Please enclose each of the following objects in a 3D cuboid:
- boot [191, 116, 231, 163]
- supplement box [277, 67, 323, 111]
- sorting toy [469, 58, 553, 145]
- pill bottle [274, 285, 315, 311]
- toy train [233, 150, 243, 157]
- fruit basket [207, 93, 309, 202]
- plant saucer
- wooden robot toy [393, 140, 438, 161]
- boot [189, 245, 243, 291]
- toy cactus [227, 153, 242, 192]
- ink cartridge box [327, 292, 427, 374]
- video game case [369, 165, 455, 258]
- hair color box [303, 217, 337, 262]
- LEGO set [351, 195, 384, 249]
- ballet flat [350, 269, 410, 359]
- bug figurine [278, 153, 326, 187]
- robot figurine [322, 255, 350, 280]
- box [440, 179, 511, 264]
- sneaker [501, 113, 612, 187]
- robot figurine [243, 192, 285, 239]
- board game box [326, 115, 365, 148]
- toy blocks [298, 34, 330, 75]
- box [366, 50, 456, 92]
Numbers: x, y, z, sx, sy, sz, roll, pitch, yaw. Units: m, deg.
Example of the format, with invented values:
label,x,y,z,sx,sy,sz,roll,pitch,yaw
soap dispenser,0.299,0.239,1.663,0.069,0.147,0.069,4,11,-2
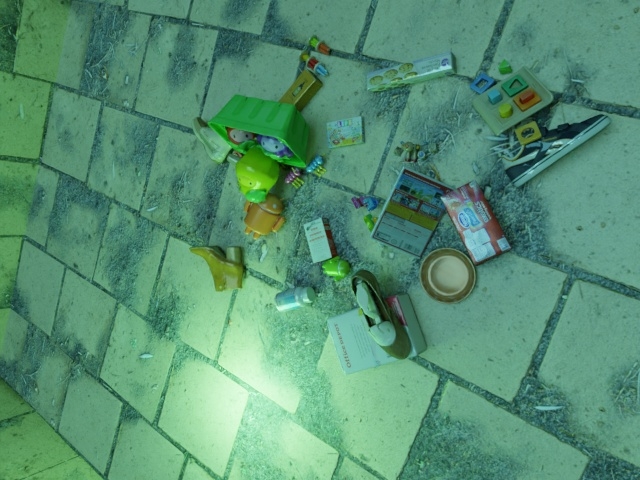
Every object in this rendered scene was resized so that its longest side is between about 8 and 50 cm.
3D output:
label,x,y,z,sx,sy,sz,roll,pitch,yaw
boot,-0.468,-0.511,2.179,0.203,0.095,0.262,-40,69,23
supplement box,-0.098,-0.592,1.973,0.233,0.080,0.078,-45,70,25
sorting toy,0.603,-0.451,1.511,0.196,0.047,0.347,-34,52,18
pill bottle,-0.105,0.241,1.976,0.160,0.087,0.087,-18,81,29
toy train,-0.337,-0.413,2.130,0.125,0.046,0.166,43,111,23
fruit basket,-0.251,-0.350,1.880,0.392,0.283,0.391,-7,70,19
plant saucer,0.450,0.124,1.680,0.200,0.037,0.199,0,91,31
wooden robot toy,0.332,-0.327,1.721,0.173,0.079,0.076,8,94,31
boot,-0.486,0.130,2.189,0.295,0.104,0.211,1,91,26
toy cactus,-0.323,-0.317,2.068,0.181,0.112,0.218,28,100,-3
ink cartridge box,0.207,0.346,1.769,0.306,0.131,0.226,-23,78,29
video game case,0.325,-0.097,1.699,0.204,0.025,0.285,23,104,-5
hair color box,0.000,0.000,1.933,0.093,0.053,0.167,-19,82,30
LEGO set,0.222,-0.091,1.793,0.227,0.093,0.087,63,148,9
ballet flat,0.192,0.256,1.635,0.116,0.124,0.342,-30,73,25
bug figurine,-0.108,-0.352,1.982,0.216,0.072,0.279,-46,69,23
robot figurine,0.065,0.108,1.886,0.115,0.067,0.101,3,119,30
box,0.514,-0.055,1.580,0.128,0.123,0.256,-27,77,14
sneaker,0.714,-0.304,1.471,0.321,0.126,0.127,-37,78,27
robot figurine,-0.245,-0.113,2.031,0.158,0.128,0.219,46,112,36
board game box,0.100,-0.427,1.886,0.154,0.026,0.103,-4,88,30
toy blocks,-0.006,-0.746,1.929,0.148,0.054,0.123,45,112,22
box,0.325,-0.609,1.732,0.324,0.063,0.067,-3,90,30
